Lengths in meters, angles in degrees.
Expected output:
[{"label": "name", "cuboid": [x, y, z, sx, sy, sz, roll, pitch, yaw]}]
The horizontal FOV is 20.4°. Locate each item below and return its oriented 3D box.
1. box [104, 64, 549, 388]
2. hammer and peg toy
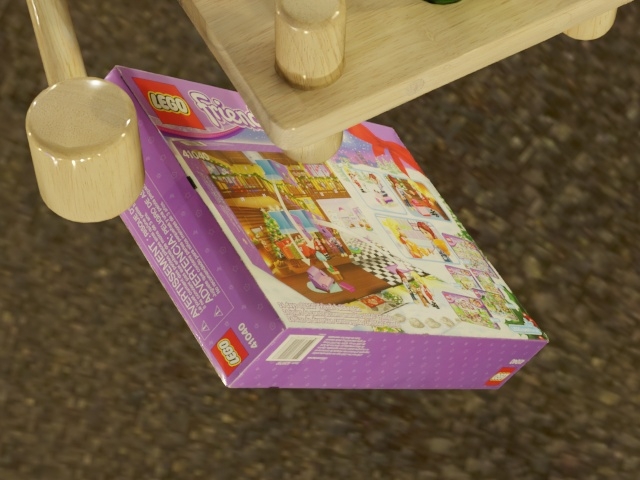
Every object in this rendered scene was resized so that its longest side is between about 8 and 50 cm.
[{"label": "box", "cuboid": [0.000, 0.000, 1.108, 0.057, 0.293, 0.201, -46, 61, 24]}, {"label": "hammer and peg toy", "cuboid": [-0.022, -0.175, 0.983, 0.361, 0.127, 0.266, -24, 61, -15]}]
